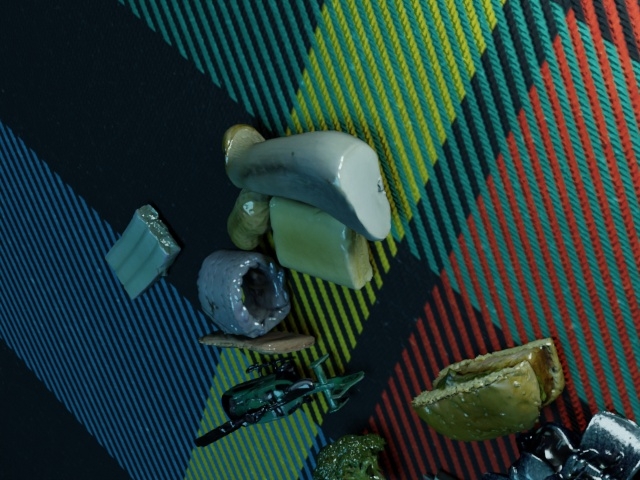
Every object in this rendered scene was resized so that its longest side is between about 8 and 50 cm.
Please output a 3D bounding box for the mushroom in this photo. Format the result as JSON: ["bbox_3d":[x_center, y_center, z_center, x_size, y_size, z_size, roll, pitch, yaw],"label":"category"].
[{"bbox_3d":[-0.032,-0.101,1.815,0.328,0.122,0.159,15,108,43],"label":"mushroom"}]

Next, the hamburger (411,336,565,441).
[{"bbox_3d":[0.252,0.239,1.743,0.262,0.124,0.131,-25,97,53],"label":"hamburger"}]

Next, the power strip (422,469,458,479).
[{"bbox_3d":[0.269,0.453,1.956,0.252,0.027,0.060,23,131,36],"label":"power strip"}]

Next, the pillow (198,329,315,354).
[{"bbox_3d":[-0.115,0.181,2.105,0.211,0.135,0.034,4,96,47],"label":"pillow"}]

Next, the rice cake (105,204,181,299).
[{"bbox_3d":[-0.358,0.028,2.335,0.127,0.043,0.237,55,143,4],"label":"rice cake"}]

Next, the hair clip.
[{"bbox_3d":[0.386,0.374,1.664,0.310,0.194,0.206,29,147,29],"label":"hair clip"}]

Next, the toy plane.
[{"bbox_3d":[-0.068,0.286,2.117,0.381,0.155,0.106,-18,101,35],"label":"toy plane"}]

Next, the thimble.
[{"bbox_3d":[-0.136,0.091,2.065,0.117,0.127,0.151,7,128,47],"label":"thimble"}]

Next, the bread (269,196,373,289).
[{"bbox_3d":[0.000,0.000,1.903,0.178,0.060,0.140,19,129,40],"label":"bread"}]

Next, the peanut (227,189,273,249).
[{"bbox_3d":[-0.116,-0.036,1.992,0.080,0.080,0.174,48,151,12],"label":"peanut"}]

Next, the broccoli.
[{"bbox_3d":[0.055,0.410,2.068,0.138,0.146,0.162,33,143,17],"label":"broccoli"}]
